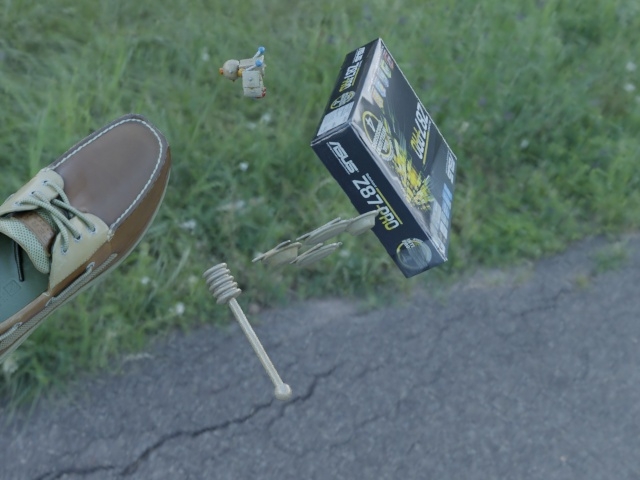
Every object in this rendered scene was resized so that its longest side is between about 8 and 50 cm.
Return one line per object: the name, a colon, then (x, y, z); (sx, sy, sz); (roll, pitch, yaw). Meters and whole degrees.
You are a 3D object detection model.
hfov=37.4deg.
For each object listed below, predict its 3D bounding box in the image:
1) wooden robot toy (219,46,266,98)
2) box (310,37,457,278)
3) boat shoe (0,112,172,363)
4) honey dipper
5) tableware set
wooden robot toy: (-0.137, -0.286, 1.648); (0.079, 0.076, 0.173); (-2, 25, 1)
box: (0.133, -0.164, 1.769); (0.318, 0.097, 0.395); (56, 27, -22)
boat shoe: (-0.264, 0.006, 0.906); (0.122, 0.120, 0.324); (40, 75, -3)
honey dipper: (-0.076, 0.099, 1.005); (0.030, 0.030, 0.161); (-18, 74, -48)
tableware set: (0.000, 0.000, 1.185); (0.168, 0.141, 0.020); (-6, 68, -60)
